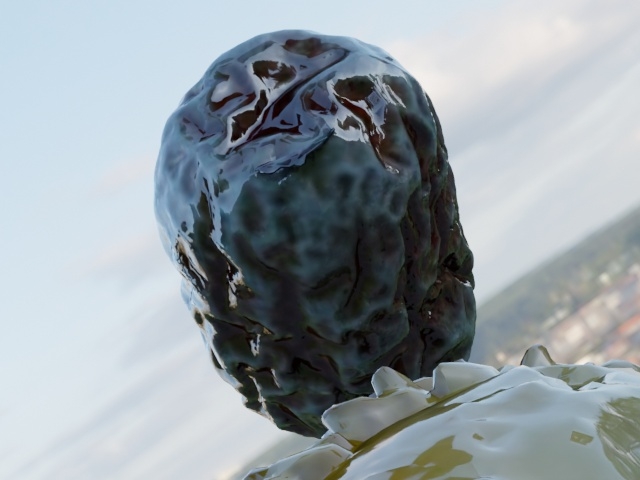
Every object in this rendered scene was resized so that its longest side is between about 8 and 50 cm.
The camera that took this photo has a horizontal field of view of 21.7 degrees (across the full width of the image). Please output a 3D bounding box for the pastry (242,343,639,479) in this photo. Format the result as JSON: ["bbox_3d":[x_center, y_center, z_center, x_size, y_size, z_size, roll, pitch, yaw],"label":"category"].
[{"bbox_3d":[0.070,0.215,0.480,0.245,0.410,0.409,11,26,36],"label":"pastry"}]

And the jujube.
[{"bbox_3d":[0.000,0.000,1.174,0.226,0.226,0.317,-34,-36,-11],"label":"jujube"}]
